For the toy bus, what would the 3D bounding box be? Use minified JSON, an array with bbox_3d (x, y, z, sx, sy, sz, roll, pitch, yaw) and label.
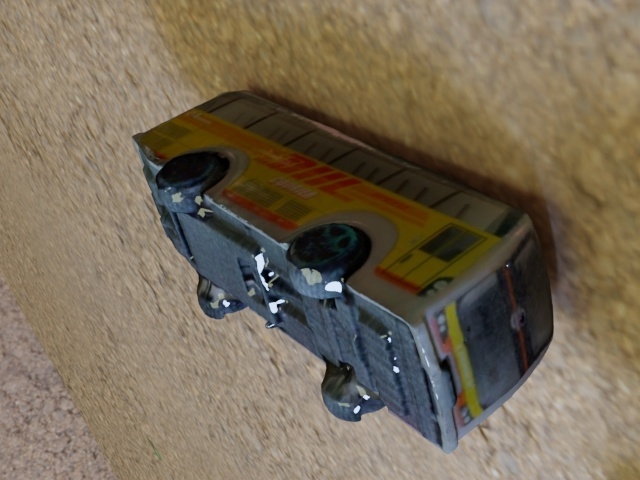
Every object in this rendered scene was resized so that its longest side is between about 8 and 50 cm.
[{"bbox_3d":[0.000,0.000,0.546,0.268,0.106,0.092,30,146,49],"label":"toy bus"}]
